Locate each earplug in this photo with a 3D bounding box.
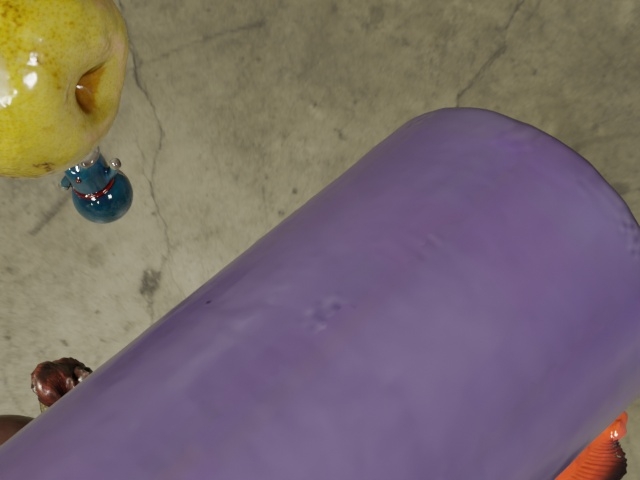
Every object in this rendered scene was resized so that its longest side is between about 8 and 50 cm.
[{"bbox_3d":[-0.035,0.125,0.455,0.456,0.215,0.215,-36,85,-32],"label":"earplug"}]

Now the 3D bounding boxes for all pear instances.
[{"bbox_3d":[-0.230,-0.131,0.670,0.178,0.178,0.178,1,80,-5],"label":"pear"}]

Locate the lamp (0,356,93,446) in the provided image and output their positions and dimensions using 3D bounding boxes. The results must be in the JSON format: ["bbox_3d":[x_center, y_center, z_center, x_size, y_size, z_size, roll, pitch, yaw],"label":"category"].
[{"bbox_3d":[-0.363,0.264,1.136,0.223,0.151,0.215,-15,92,-22],"label":"lamp"}]

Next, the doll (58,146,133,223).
[{"bbox_3d":[-0.318,-0.079,1.330,0.114,0.152,0.086,0,57,15],"label":"doll"}]

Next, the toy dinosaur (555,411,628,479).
[{"bbox_3d":[0.251,0.283,1.039,0.286,0.139,0.070,-36,111,-14],"label":"toy dinosaur"}]
